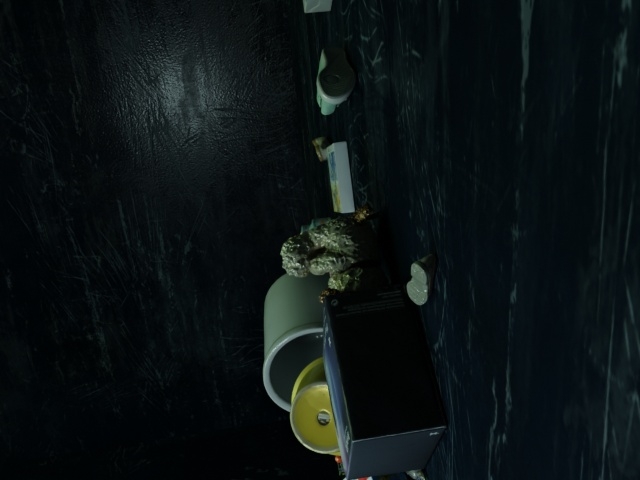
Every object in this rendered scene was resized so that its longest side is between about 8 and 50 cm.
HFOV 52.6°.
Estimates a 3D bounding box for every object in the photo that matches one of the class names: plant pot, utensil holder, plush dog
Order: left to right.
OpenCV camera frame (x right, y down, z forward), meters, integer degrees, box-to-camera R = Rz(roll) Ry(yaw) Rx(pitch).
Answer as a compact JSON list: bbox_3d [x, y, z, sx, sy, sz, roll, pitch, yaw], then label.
[{"bbox_3d":[-0.023,0.309,2.075,0.385,0.328,0.327,-102,6,-64],"label":"utensil holder"},{"bbox_3d":[0.035,0.406,1.569,0.239,0.254,0.253,14,-112,-75],"label":"plant pot"},{"bbox_3d":[0.077,0.063,1.427,0.211,0.262,0.225,-34,69,38],"label":"plush dog"}]

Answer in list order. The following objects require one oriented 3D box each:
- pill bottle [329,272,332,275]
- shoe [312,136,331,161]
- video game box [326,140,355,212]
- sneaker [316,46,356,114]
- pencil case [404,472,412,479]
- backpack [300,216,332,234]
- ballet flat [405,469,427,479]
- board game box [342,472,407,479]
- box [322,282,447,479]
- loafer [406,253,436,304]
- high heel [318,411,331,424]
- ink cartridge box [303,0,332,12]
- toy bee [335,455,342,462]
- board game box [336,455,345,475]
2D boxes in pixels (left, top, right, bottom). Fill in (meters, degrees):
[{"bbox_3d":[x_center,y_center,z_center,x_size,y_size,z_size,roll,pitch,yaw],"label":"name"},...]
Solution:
[{"bbox_3d":[0.068,0.071,1.971,0.087,0.087,0.160,-119,22,-77],"label":"pill bottle"},{"bbox_3d":[0.014,-0.317,2.240,0.076,0.058,0.219,63,-175,-17],"label":"shoe"},{"bbox_3d":[0.058,-0.186,1.933,0.187,0.048,0.205,-129,32,-85],"label":"video game box"},{"bbox_3d":[0.036,-0.365,1.622,0.256,0.094,0.151,-88,1,-52],"label":"sneaker"},{"bbox_3d":[0.170,0.590,1.504,0.104,0.105,0.236,93,165,-65],"label":"pencil case"},{"bbox_3d":[0.000,0.000,2.346,0.188,0.145,0.165,118,150,-76],"label":"backpack"},{"bbox_3d":[0.198,0.488,1.398,0.114,0.041,0.041,-112,15,-69],"label":"ballet flat"},{"bbox_3d":[0.120,0.671,1.404,0.308,0.086,0.301,-61,40,41],"label":"board game box"},{"bbox_3d":[0.111,0.290,1.298,0.296,0.183,0.294,89,170,-57],"label":"box"},{"bbox_3d":[0.175,0.067,1.088,0.045,0.039,0.125,42,159,25],"label":"loafer"},{"bbox_3d":[0.048,0.555,1.948,0.093,0.261,0.186,-89,-1,-53],"label":"high heel"},{"bbox_3d":[-0.020,-0.759,1.762,0.134,0.078,0.231,115,147,-80],"label":"ink cartridge box"},{"bbox_3d":[0.117,0.579,1.769,0.195,0.162,0.298,-104,8,-65],"label":"toy bee"},{"bbox_3d":[0.106,0.626,2.111,0.030,0.136,0.259,93,168,-48],"label":"board game box"}]
